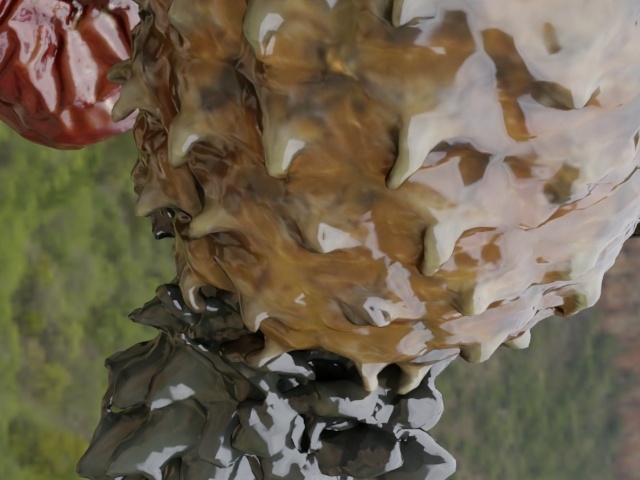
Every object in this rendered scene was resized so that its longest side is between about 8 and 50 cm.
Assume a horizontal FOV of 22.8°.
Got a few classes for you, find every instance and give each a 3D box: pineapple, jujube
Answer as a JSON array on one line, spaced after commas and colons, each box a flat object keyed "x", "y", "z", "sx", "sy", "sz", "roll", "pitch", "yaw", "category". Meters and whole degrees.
[{"x": 0.000, "y": 0.000, "z": 0.425, "sx": 0.158, "sy": 0.158, "sz": 0.279, "roll": -76, "pitch": -172, "yaw": -54, "category": "pineapple"}, {"x": -0.205, "y": -0.196, "z": 1.275, "sx": 0.232, "sy": 0.213, "sz": 0.213, "roll": 63, "pitch": 19, "yaw": -13, "category": "jujube"}]

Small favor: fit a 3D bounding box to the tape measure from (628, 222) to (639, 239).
[{"x": 0.184, "y": -0.087, "z": 0.967, "sx": 0.182, "sy": 0.107, "sz": 0.181, "roll": 11, "pitch": -58, "yaw": 67, "category": "tape measure"}]
